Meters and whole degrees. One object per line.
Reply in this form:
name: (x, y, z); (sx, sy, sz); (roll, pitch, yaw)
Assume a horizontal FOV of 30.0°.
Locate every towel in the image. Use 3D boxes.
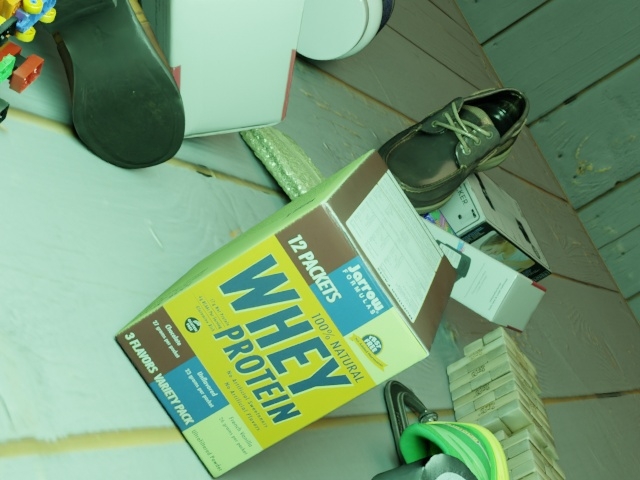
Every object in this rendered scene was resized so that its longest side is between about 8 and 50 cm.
towel: (-0.028, -0.080, 1.375); (0.148, 0.027, 0.110); (53, 17, 19)

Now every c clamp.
c clamp: (0.117, 0.230, 1.299); (0.137, 0.022, 0.160); (32, 32, -42)

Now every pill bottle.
pill bottle: (0.024, -0.351, 1.771); (0.153, 0.153, 0.264); (55, 18, -10)

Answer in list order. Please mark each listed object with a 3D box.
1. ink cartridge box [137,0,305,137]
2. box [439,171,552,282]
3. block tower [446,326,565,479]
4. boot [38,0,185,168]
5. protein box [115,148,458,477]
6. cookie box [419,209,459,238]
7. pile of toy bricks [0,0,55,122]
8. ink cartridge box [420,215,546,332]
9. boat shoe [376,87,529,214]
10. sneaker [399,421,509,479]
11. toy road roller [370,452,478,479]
ink cartridge box: (-0.121, -0.288, 1.172); (0.226, 0.131, 0.306); (101, -27, -58)
box: (0.265, -0.032, 1.976); (0.290, 0.087, 0.169); (31, 32, -54)
block tower: (0.227, 0.255, 1.421); (0.097, 0.091, 0.335); (47, 22, -27)
boot: (-0.196, -0.232, 1.038); (0.264, 0.096, 0.280); (59, 14, -47)
protein box: (-0.017, 0.051, 0.955); (0.136, 0.200, 0.201); (56, 19, -5)
cookie box: (0.179, 0.005, 1.773); (0.107, 0.040, 0.092); (56, 18, -7)
pile of toy bricks: (-0.267, -0.128, 0.802); (0.105, 0.118, 0.212); (29, 39, -1)
ink cartridge box: (0.195, 0.044, 1.588); (0.175, 0.072, 0.127); (32, 5, 30)
boat shoe: (0.195, -0.154, 1.777); (0.132, 0.130, 0.355); (42, 41, 11)
sneaker: (0.126, 0.299, 1.120); (0.124, 0.109, 0.295); (19, 39, -27)
toy road roller: (0.071, 0.305, 0.800); (0.329, 0.203, 0.240); (30, 45, -45)
